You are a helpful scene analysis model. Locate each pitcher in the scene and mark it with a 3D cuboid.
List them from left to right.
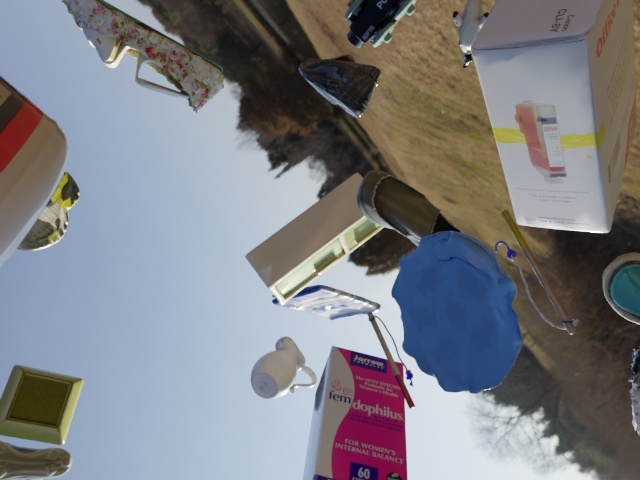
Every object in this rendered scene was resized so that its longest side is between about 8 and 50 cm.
[{"bbox_3d":[-0.103,0.397,1.565,0.177,0.125,0.207,40,-157,6],"label":"pitcher"}]

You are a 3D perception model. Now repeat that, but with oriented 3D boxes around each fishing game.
[{"bbox_3d":[0.154,0.081,0.610,0.041,0.264,0.189,-5,-121,-36],"label":"fishing game"}]

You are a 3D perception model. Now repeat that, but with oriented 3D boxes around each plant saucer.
[{"bbox_3d":[-0.759,0.437,1.428,0.188,0.045,0.188,21,-130,-23],"label":"plant saucer"}]

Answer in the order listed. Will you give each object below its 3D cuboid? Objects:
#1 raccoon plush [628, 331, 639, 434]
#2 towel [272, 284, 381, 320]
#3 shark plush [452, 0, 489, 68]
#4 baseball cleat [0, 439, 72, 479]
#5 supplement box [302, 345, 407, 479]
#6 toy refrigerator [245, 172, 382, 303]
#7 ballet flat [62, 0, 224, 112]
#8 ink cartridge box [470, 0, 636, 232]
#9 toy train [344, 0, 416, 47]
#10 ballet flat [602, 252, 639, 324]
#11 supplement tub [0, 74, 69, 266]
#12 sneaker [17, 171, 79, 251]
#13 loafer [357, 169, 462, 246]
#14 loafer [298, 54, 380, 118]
[{"bbox_3d":[0.498,-0.004,0.607,0.216,0.447,0.299,6,138,32],"label":"raccoon plush"},{"bbox_3d":[0.021,0.189,1.575,0.285,0.209,0.034,23,-120,-44],"label":"towel"},{"bbox_3d":[0.330,-0.445,1.132,0.161,0.073,0.067,67,-149,-44],"label":"shark plush"},{"bbox_3d":[-0.564,0.408,0.951,0.205,0.109,0.072,32,-140,-40],"label":"baseball cleat"},{"bbox_3d":[0.044,0.262,0.693,0.111,0.114,0.220,14,-149,-2],"label":"supplement box"},{"bbox_3d":[0.000,0.000,1.020,0.094,0.269,0.102,49,172,27],"label":"toy refrigerator"},{"bbox_3d":[-0.247,-0.256,0.715,0.240,0.077,0.091,27,178,-11],"label":"ballet flat"},{"bbox_3d":[0.400,-0.242,0.858,0.160,0.279,0.385,9,147,37],"label":"ink cartridge box"},{"bbox_3d":[0.193,-0.621,1.295,0.142,0.334,0.190,42,-138,-2],"label":"toy train"},{"bbox_3d":[0.389,0.084,0.485,0.248,0.086,0.086,34,-178,26],"label":"ballet flat"},{"bbox_3d":[-0.297,-0.073,0.267,0.272,0.191,0.191,46,-172,-33],"label":"supplement tub"},{"bbox_3d":[-0.204,-0.018,0.384,0.083,0.035,0.031,-90,-24,-54],"label":"sneaker"},{"bbox_3d":[0.170,-0.048,0.937,0.251,0.095,0.087,26,173,-35],"label":"loafer"},{"bbox_3d":[0.025,-0.219,0.708,0.062,0.061,0.170,32,-170,-42],"label":"loafer"}]
